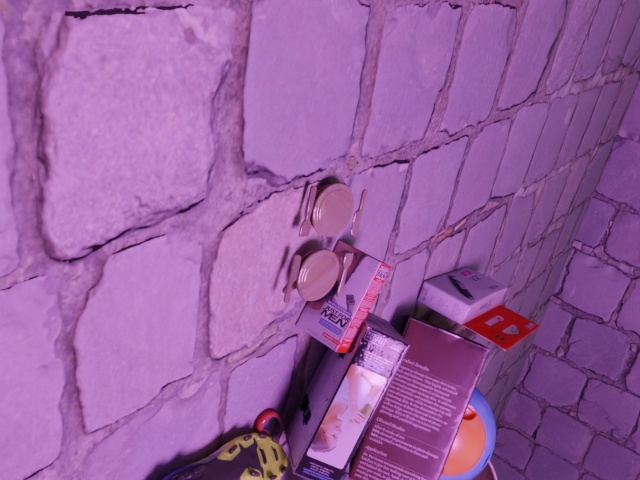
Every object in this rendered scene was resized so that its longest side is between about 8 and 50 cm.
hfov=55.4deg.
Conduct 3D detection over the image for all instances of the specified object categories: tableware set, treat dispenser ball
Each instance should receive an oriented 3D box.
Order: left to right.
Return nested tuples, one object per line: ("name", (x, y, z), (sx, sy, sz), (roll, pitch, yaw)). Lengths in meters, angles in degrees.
("tableware set", (0.000, 0.000, 0.961), (0.128, 0.039, 0.194), (0, 109, -44))
("treat dispenser ball", (0.306, 0.486, 1.580), (0.288, 0.288, 0.288), (-37, 142, -36))

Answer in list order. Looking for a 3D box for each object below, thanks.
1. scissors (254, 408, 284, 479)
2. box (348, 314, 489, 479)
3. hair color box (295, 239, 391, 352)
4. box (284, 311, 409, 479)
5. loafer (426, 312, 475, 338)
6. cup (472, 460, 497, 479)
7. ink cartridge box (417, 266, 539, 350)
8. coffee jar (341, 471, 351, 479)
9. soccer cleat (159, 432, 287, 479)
("scissors", (-0.085, 0.416, 1.186), (0.109, 0.021, 0.297), (-52, 147, -20))
("box", (0.216, 0.379, 1.382), (0.143, 0.191, 0.382), (25, 88, -85))
("hair color box", (0.039, 0.096, 1.042), (0.167, 0.093, 0.053), (-63, 150, 1))
("box", (0.040, 0.277, 1.117), (0.290, 0.087, 0.169), (-63, -168, 2))
("loafer", (0.292, 0.246, 1.562), (0.268, 0.092, 0.102), (-23, 133, -25))
("cup", (0.364, 0.752, 1.914), (0.331, 0.331, 0.237), (-58, 175, -6))
("ink cartridge box", (0.404, 0.158, 1.505), (0.275, 0.238, 0.060), (-9, 122, -54))
("coffee jar", (0.032, 0.679, 1.526), (0.184, 0.079, 0.096), (-38, 142, -34))
("soccer cleat", (-0.168, 0.389, 0.990), (0.121, 0.094, 0.289), (-37, 160, 29))
